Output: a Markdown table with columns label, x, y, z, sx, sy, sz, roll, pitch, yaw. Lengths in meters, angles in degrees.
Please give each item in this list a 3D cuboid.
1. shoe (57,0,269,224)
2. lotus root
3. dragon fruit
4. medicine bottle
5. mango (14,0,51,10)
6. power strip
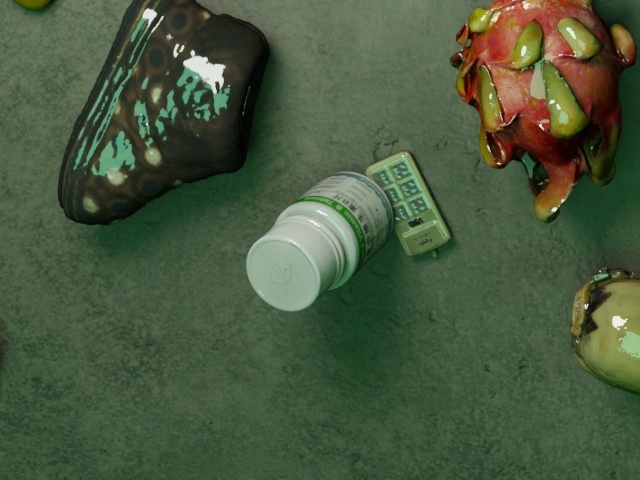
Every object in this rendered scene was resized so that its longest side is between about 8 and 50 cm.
| label | x | y | z | sx | sy | sz | roll | pitch | yaw |
| --- | --- | --- | --- | --- | --- | --- | --- | --- | --- |
| shoe | -0.218 | -0.162 | 1.817 | 0.237 | 0.171 | 0.384 | 29 | 106 | 7 |
| lotus root | 0.502 | 0.146 | 1.738 | 0.310 | 0.183 | 0.182 | 15 | 112 | 8 |
| dragon fruit | 0.305 | -0.199 | 1.663 | 0.228 | 0.243 | 0.307 | -16 | 145 | -4 |
| medicine bottle | 0.000 | 0.000 | 1.772 | 0.139 | 0.237 | 0.139 | 12 | 117 | 25 |
| mango | -0.406 | -0.440 | 1.811 | 0.136 | 0.099 | 0.227 | 28 | 122 | -4 |
| power strip | 0.134 | -0.048 | 1.845 | 0.076 | 0.028 | 0.169 | -24 | 101 | 20 |
